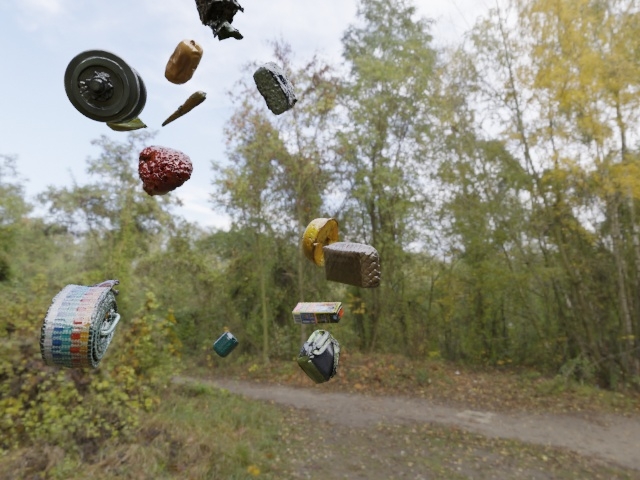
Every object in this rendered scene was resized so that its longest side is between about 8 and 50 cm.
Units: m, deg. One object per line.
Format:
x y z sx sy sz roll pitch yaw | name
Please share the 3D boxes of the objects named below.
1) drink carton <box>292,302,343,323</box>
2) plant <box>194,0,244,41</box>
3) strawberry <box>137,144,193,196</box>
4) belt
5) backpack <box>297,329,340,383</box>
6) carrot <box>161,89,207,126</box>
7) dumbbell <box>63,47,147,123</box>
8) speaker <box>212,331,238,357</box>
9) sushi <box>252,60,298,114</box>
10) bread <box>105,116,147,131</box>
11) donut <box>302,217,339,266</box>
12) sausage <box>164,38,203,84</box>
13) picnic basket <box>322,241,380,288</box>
-0.009 0.256 1.591 0.165 0.056 0.071 -3 24 21 | drink carton
-0.334 -0.757 1.495 0.131 0.203 0.142 -17 11 45 | plant
-0.736 -0.337 2.102 0.274 0.274 0.220 -4 -45 45 | strawberry
-0.664 0.239 1.294 0.160 0.207 0.295 5 12 -11 | belt
0.004 0.563 2.240 0.139 0.207 0.253 -22 23 35 | backpack
-0.528 -0.500 1.737 0.254 0.049 0.049 -26 -22 27 | carrot
-0.596 -0.425 1.271 0.191 0.192 0.290 5 12 -14 | dumbbell
-0.308 0.343 1.487 0.060 0.075 0.094 45 -12 9 | speaker
-0.197 -0.683 2.025 0.124 0.225 0.127 -17 23 37 | sushi
-0.718 -0.439 1.645 0.156 0.110 0.103 46 -12 -15 | bread
-0.001 0.001 1.675 0.074 0.174 0.190 17 -32 28 | donut
-0.653 -0.854 2.171 0.241 0.120 0.136 -49 -7 26 | sausage
0.071 0.062 1.134 0.054 0.110 0.193 -10 7 -32 | picnic basket
